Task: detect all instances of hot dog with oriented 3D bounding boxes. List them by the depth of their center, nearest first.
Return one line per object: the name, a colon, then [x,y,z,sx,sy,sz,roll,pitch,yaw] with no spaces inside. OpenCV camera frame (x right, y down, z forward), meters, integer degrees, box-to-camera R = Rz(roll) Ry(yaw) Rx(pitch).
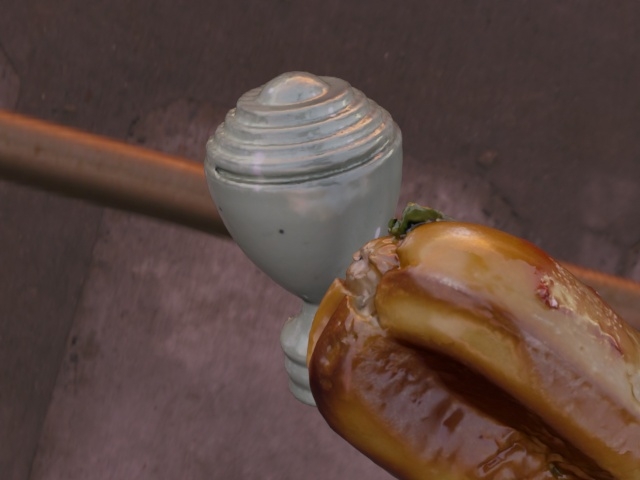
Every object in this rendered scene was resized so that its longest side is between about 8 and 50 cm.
hot dog: [0.097,0.076,0.495,0.250,0.104,0.076,36,39,-29]

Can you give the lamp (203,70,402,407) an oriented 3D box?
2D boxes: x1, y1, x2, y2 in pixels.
lamp: [0.000,0.000,0.765,0.106,0.106,0.193,-21,117,-20]
